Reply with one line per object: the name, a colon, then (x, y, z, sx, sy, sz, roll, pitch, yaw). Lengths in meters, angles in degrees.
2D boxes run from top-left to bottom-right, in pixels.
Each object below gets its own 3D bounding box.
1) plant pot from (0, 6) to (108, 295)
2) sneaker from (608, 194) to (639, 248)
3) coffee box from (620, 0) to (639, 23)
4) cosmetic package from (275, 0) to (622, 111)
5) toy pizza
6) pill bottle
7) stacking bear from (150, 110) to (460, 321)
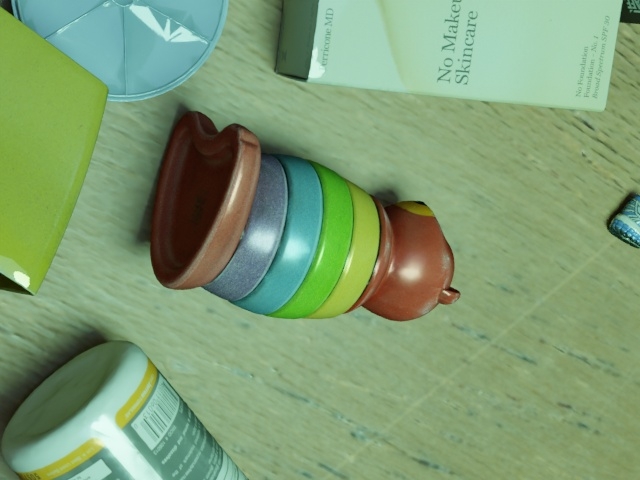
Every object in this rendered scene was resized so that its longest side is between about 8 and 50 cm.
plant pot: (-0.303, -0.091, 1.191, 0.212, 0.212, 0.187, 36, 75, -21)
sneaker: (0.377, -0.004, 1.503, 0.135, 0.052, 0.058, 30, 87, -22)
coffee box: (0.325, -0.341, 1.367, 0.098, 0.141, 0.246, -28, 108, -11)
cosmetic package: (0.125, -0.217, 1.343, 0.309, 0.113, 0.160, 2, 101, -20)
toy pizza: (-0.183, -0.228, 1.282, 0.201, 0.032, 0.201, -4, 102, -19)
pill bottle: (-0.157, 0.243, 1.319, 0.162, 0.162, 0.278, -38, 110, -7)
stacking bear: (0.000, 0.000, 1.330, 0.289, 0.175, 0.164, 16, 94, -28)
